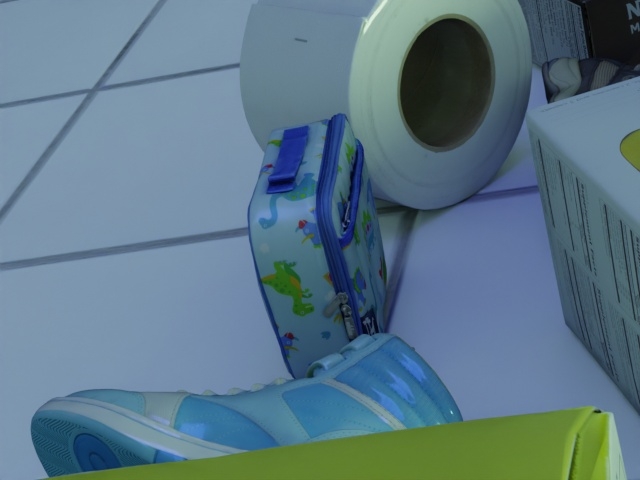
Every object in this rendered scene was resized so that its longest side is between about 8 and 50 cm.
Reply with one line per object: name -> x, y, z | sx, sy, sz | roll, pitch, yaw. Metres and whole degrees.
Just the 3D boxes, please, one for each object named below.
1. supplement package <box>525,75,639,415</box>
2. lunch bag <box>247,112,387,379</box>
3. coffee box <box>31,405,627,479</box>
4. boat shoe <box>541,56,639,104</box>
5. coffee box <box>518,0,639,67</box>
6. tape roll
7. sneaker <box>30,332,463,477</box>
supplement package -> 0.296, 0.006, 1.219 | 0.199, 0.198, 0.263 | -17, 25, -5
lunch bag -> 0.000, 0.000, 1.427 | 0.090, 0.176, 0.219 | -11, 24, 10
coffee box -> -0.027, 0.303, 0.615 | 0.337, 0.334, 0.338 | -10, 26, 14
boat shoe -> 0.277, -0.091, 1.515 | 0.130, 0.132, 0.355 | -12, 26, 8
coffee box -> 0.308, -0.269, 1.879 | 0.168, 0.119, 0.297 | -20, 25, -13
tape roll -> 0.066, -0.163, 1.650 | 0.246, 0.246, 0.169 | -32, 30, -32
sneaker -> -0.039, 0.141, 1.226 | 0.319, 0.127, 0.208 | 14, 38, 31
